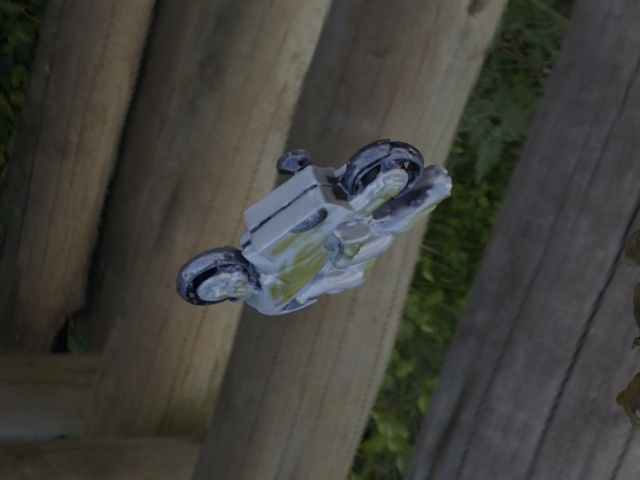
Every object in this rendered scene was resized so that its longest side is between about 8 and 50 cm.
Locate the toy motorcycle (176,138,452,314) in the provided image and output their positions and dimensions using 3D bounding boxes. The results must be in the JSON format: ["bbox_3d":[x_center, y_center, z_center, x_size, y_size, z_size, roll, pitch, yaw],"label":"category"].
[{"bbox_3d":[0.000,0.000,0.964,0.229,0.074,0.151,-33,146,14],"label":"toy motorcycle"}]

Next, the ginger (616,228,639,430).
[{"bbox_3d":[0.379,0.086,1.247,0.080,0.166,0.333,-33,136,-39],"label":"ginger"}]
